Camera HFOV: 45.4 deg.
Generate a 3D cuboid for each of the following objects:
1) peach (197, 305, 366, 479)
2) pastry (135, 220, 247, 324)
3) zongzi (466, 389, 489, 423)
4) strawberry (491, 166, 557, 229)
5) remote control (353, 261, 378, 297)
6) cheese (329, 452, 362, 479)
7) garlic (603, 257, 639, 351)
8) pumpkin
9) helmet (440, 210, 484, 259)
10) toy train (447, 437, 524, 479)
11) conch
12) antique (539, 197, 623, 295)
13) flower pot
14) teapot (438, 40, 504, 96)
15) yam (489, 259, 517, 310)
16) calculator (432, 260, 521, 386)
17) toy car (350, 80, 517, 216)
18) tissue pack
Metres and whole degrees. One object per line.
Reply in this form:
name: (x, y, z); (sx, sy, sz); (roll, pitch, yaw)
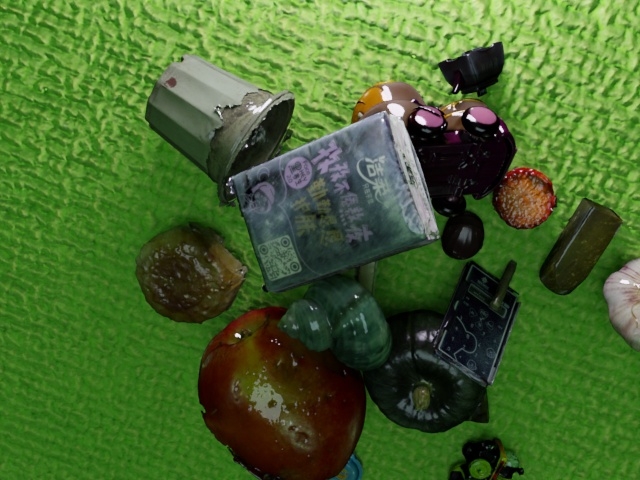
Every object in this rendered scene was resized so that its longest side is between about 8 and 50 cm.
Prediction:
peach: (-0.077, 0.368, 1.777); (0.353, 0.339, 0.417); (-19, 105, 27)
pastry: (-0.314, 0.081, 1.836); (0.257, 0.121, 0.235); (45, 112, -10)
zongzi: (0.355, 0.397, 1.894); (0.119, 0.055, 0.109); (-2, 106, 19)
strawberry: (0.447, -0.095, 1.699); (0.145, 0.086, 0.145); (1, 112, 2)
remote control: (0.104, 0.067, 1.765); (0.050, 0.145, 0.344); (6, 108, 0)
cheese: (0.040, 0.660, 2.026); (0.106, 0.037, 0.256); (18, 111, 2)
garlic: (0.771, 0.159, 1.707); (0.245, 0.245, 0.253); (-25, 144, 14)
pumpkin: (0.241, 0.309, 1.795); (0.300, 0.207, 0.300); (6, 113, 14)
helmet: (0.327, -0.002, 1.754); (0.098, 0.070, 0.123); (10, 108, 3)
toy train: (0.401, 0.637, 1.943); (0.160, 0.100, 0.296); (19, 109, -7)
conch: (0.041, 0.176, 1.633); (0.277, 0.196, 0.220); (3, 147, -27)
antique: (0.579, 0.022, 1.725); (0.081, 0.080, 0.221); (24, 109, -3)
flower pot: (-0.224, -0.255, 1.648); (0.259, 0.290, 0.290); (34, 109, 6)
teapot: (0.326, -0.349, 1.601); (0.087, 0.177, 0.096); (-3, 111, 51)
yam: (0.425, 0.104, 1.767); (0.033, 0.129, 0.027); (34, 154, -3)
calculator: (0.356, 0.186, 1.729); (0.165, 0.274, 0.028); (33, 145, -6)
toy car: (0.221, -0.210, 1.625); (0.340, 0.240, 0.271); (-3, 139, -16)
tissue pack: (0.022, -0.065, 1.470); (0.361, 0.122, 0.259); (-21, 85, 24)
